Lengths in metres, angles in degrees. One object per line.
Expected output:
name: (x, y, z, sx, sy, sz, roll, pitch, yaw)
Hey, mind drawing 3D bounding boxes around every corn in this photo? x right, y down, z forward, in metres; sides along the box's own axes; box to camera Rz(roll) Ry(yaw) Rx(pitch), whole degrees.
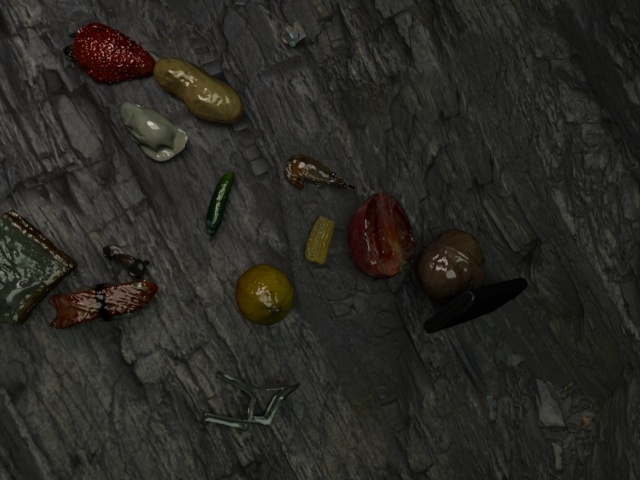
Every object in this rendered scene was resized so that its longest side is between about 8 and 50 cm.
corn: (0.000, 0.000, 1.896, 0.085, 0.063, 0.165, 19, 82, -4)

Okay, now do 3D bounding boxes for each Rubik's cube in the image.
Rubik's cube: (-0.103, -0.714, 1.887, 0.084, 0.075, 0.073, 45, 62, 6)

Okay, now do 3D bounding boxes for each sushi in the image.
sushi: (-0.676, 0.196, 1.689, 0.332, 0.130, 0.124, -9, 85, -20)

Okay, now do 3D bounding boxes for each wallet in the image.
wallet: (0.543, 0.220, 1.869, 0.406, 0.228, 0.062, -6, 60, -46)

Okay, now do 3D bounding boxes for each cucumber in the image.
cucumber: (-0.343, -0.118, 1.816, 0.056, 0.056, 0.250, 17, 81, -13)

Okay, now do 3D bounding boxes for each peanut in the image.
peanut: (-0.398, -0.485, 1.771, 0.318, 0.147, 0.148, 30, 81, -14)

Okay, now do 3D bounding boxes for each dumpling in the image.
dumpling: (-0.549, -0.346, 1.749, 0.228, 0.124, 0.151, 34, 117, -6)

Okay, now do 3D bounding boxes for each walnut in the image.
walnut: (0.465, 0.096, 1.914, 0.273, 0.273, 0.227, -21, 51, -14)

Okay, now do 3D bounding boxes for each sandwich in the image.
sandwich: (-0.941, 0.106, 1.614, 0.262, 0.131, 0.325, 43, 80, -11)

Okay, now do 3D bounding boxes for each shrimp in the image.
shrimp: (-0.005, -0.210, 1.904, 0.262, 0.066, 0.117, 31, 96, 3)

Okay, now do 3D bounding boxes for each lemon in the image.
lemon: (-0.181, 0.178, 1.768, 0.192, 0.231, 0.192, -13, 122, -22)

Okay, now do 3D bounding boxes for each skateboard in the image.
skateboard: (-0.626, 0.064, 1.723, 0.151, 0.080, 0.067, 31, 87, -9)

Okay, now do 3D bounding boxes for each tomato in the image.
tomato: (0.186, -0.006, 1.893, 0.309, 0.170, 0.309, 21, 60, -41)

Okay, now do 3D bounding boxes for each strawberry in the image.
strawberry: (-0.672, -0.598, 1.721, 0.286, 0.106, 0.188, 7, 88, -15)

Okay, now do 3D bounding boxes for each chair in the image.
chair: (-0.223, 0.519, 1.754, 0.274, 0.203, 0.191, 19, 72, -8)
